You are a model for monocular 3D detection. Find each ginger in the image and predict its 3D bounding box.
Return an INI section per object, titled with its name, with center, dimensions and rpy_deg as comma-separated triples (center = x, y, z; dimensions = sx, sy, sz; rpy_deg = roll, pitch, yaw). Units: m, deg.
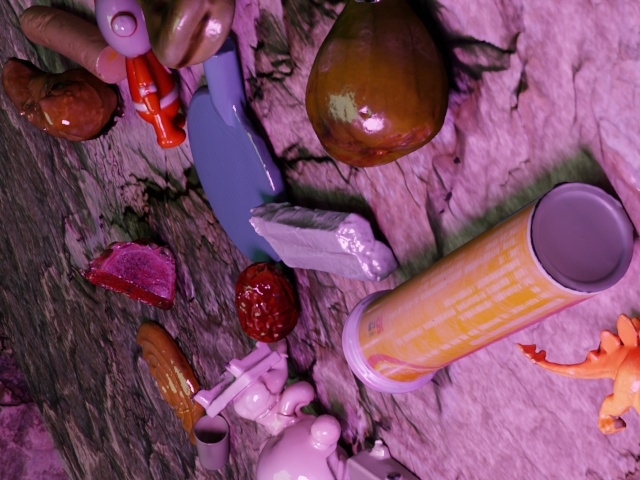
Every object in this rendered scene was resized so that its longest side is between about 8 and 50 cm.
[ginger]
center = -0.366, -0.197, 2.253
dimensions = 0.309, 0.133, 0.107
rpy_deg = -158, 75, -65

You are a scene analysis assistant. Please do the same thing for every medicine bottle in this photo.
[medicine bottle]
center = 0.135, 0.052, 1.417
dimensions = 0.108, 0.108, 0.426
rpy_deg = 62, 158, 5

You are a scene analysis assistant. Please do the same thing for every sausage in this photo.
[sausage]
center = -0.345, -0.281, 2.197
dimensions = 0.301, 0.066, 0.065
rpy_deg = 29, 139, 52

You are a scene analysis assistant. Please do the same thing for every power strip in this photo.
[power strip]
center = 0.099, 0.371, 1.924
dimensions = 0.118, 0.046, 0.270
rpy_deg = 31, 140, 54

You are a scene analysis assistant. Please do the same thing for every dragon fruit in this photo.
[dragon fruit]
center = -0.268, 0.033, 2.321
dimensions = 0.147, 0.096, 0.102
rpy_deg = 23, 166, -12

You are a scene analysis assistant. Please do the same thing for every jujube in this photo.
[jujube]
center = -0.066, 0.073, 1.923
dimensions = 0.077, 0.077, 0.129
rpy_deg = 50, 161, 31

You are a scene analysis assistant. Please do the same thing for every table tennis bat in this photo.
[table tennis bat]
center = -0.102, -0.105, 1.871
dimensions = 0.215, 0.044, 0.329
rpy_deg = 46, 154, 39

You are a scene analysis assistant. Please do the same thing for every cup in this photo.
[cup]
center = -0.172, 0.307, 2.449
dimensions = 0.075, 0.054, 0.083
rpy_deg = 49, 156, 31

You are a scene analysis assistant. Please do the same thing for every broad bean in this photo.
[broad bean]
center = -0.159, -0.270, 1.745
dimensions = 0.153, 0.072, 0.206
rpy_deg = -67, 32, 22

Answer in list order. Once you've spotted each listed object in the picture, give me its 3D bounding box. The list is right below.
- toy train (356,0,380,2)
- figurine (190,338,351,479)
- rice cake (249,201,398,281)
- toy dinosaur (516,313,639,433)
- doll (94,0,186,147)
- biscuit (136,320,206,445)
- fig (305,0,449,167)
[toy train]
center = 0.010, -0.301, 1.324
dimensions = 0.198, 0.107, 0.154
rpy_deg = 58, 147, 16
[figurine]
center = -0.039, 0.254, 1.994
dimensions = 0.182, 0.144, 0.256
rpy_deg = -38, 83, 33
[rice cake]
center = 0.000, 0.000, 1.730
dimensions = 0.085, 0.040, 0.226
rpy_deg = 52, 161, -22
[toy dinosaur]
center = 0.266, 0.115, 1.251
dimensions = 0.288, 0.070, 0.117
rpy_deg = 37, 135, 42
[doll]
center = -0.222, -0.235, 1.939
dimensions = 0.142, 0.076, 0.245
rpy_deg = -104, -3, -67
[biscuit]
center = -0.231, 0.225, 2.520
dimensions = 0.224, 0.033, 0.144
rpy_deg = 60, 158, 8
[fig]
center = 0.034, -0.157, 1.403
dimensions = 0.184, 0.127, 0.133
rpy_deg = 62, 170, 4
